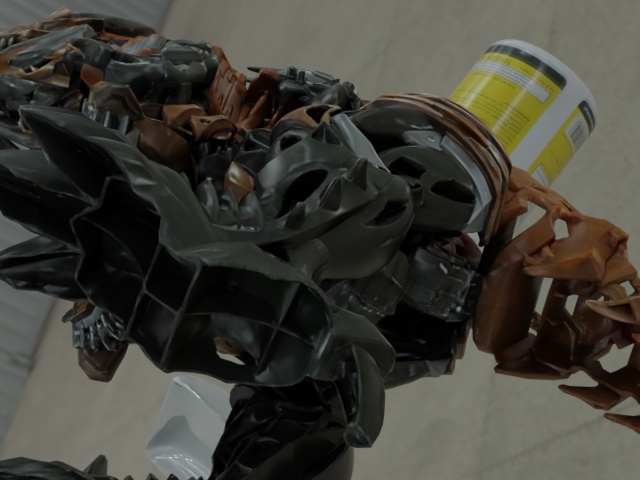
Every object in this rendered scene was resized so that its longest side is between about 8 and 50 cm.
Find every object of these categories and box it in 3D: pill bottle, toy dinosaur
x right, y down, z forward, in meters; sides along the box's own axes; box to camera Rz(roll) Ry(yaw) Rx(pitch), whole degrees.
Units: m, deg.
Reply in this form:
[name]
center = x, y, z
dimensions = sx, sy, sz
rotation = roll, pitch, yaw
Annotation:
[pill bottle]
center = 0.118, -0.054, 1.030
dimensions = 0.184, 0.103, 0.103
rotation = -51, 17, -12
[toy dinosaur]
center = 0.000, 0.000, 0.431
dimensions = 0.322, 0.164, 0.218
rotation = 3, 25, 31

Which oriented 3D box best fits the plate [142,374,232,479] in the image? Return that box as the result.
[plate]
center = -0.037, 0.241, 1.239
dimensions = 0.045, 0.278, 0.277
rotation = -45, -6, -25
